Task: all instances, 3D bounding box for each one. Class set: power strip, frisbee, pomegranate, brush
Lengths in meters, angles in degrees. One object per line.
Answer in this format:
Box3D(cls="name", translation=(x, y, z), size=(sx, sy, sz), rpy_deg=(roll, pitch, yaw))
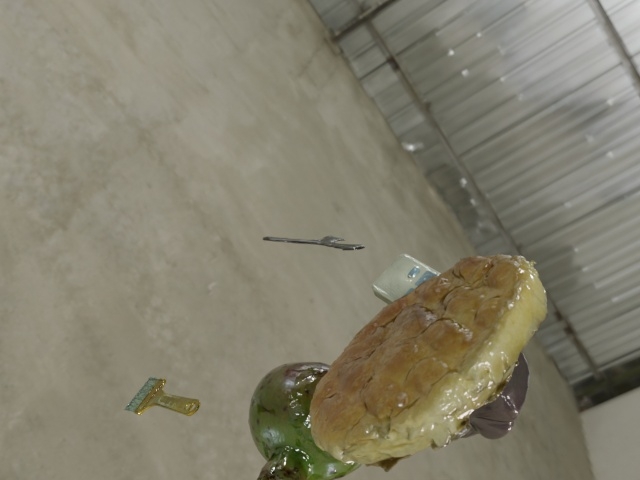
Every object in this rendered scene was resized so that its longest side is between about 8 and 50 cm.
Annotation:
Box3D(cls="power strip", translation=(0.163, 0.088, 1.189), size=(0.192, 0.081, 0.035), rpy_deg=(32, -21, 34))
Box3D(cls="frisbee", translation=(0.000, 0.000, 1.648), size=(0.187, 0.210, 0.012), rpy_deg=(-18, 112, -74))
Box3D(cls="pomegranate", translation=(-0.015, 0.372, 1.508), size=(0.242, 0.242, 0.306), rpy_deg=(42, 31, -38))
Box3D(cls="brush", translation=(-0.281, 0.289, 1.474), size=(0.010, 0.218, 0.083), rpy_deg=(50, 61, -27))

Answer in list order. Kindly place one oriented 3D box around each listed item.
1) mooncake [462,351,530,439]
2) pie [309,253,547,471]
Box3D(cls="mooncake", translation=(0.286, 0.285, 1.593), size=(0.245, 0.244, 0.133), rpy_deg=(46, 43, -30))
Box3D(cls="pie", translation=(0.124, 0.142, 0.989), size=(0.083, 0.339, 0.339), rpy_deg=(49, 23, -13))
